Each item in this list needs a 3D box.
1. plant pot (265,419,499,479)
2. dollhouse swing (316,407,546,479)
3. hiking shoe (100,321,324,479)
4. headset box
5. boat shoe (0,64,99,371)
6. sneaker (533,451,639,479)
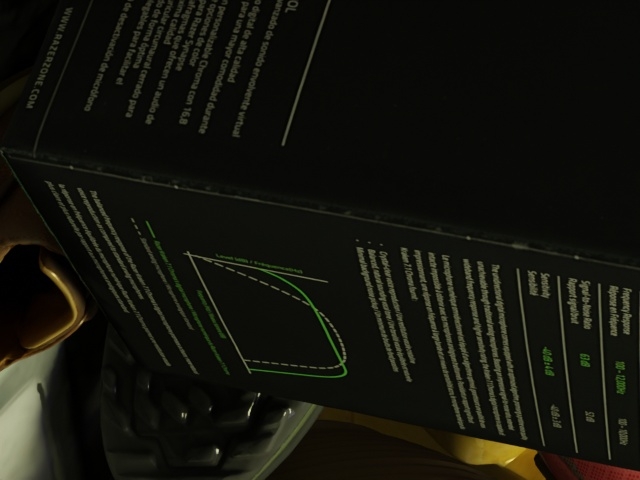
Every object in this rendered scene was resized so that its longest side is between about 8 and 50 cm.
[{"bbox_3d":[-0.006,0.147,0.698,0.237,0.109,0.237,-12,141,-10],"label":"plant pot"},{"bbox_3d":[0.165,0.142,0.891,0.315,0.305,0.346,-48,152,-36],"label":"dollhouse swing"},{"bbox_3d":[0.000,0.000,0.640,0.227,0.086,0.114,-65,158,-10],"label":"hiking shoe"},{"bbox_3d":[0.102,-0.073,0.463,0.131,0.283,0.246,69,34,-61],"label":"headset box"},{"bbox_3d":[-0.086,0.006,0.491,0.178,0.060,0.064,-45,151,-41],"label":"boat shoe"},{"bbox_3d":[0.103,-0.012,0.657,0.136,0.116,0.313,47,25,-75],"label":"sneaker"}]
